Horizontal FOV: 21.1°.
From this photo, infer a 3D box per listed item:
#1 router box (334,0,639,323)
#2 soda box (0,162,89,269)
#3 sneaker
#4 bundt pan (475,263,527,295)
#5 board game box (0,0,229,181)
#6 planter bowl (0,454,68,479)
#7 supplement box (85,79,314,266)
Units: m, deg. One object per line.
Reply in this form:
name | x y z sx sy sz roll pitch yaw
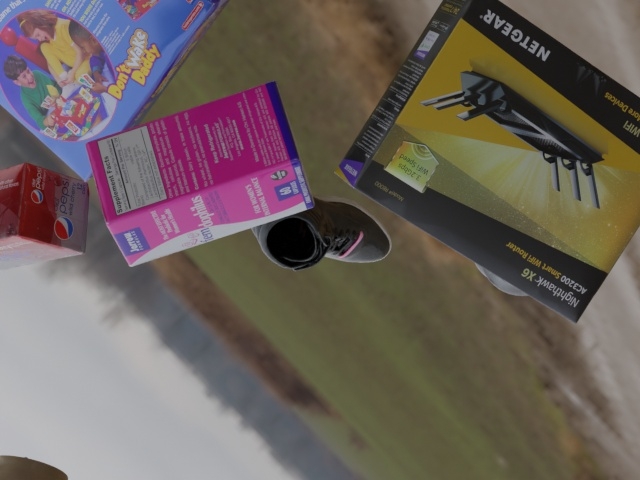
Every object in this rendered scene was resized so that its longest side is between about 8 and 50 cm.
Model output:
router box | 0.208 -0.091 1.825 0.308 0.243 0.081 30 -175 -21
soda box | -0.369 -0.018 1.903 0.092 0.083 0.263 18 160 -42
sneaker | 0.000 0.000 2.485 0.295 0.104 0.147 25 -155 -35
bundt pan | 0.237 -0.079 2.142 0.331 0.124 0.331 166 90 -80
board game box | -0.288 -0.272 2.183 0.233 0.347 0.078 42 -143 0
planter bowl | -0.353 0.316 2.007 0.162 0.109 0.162 10 157 4
supplement box | -0.131 -0.072 1.878 0.111 0.220 0.114 70 -178 -62
